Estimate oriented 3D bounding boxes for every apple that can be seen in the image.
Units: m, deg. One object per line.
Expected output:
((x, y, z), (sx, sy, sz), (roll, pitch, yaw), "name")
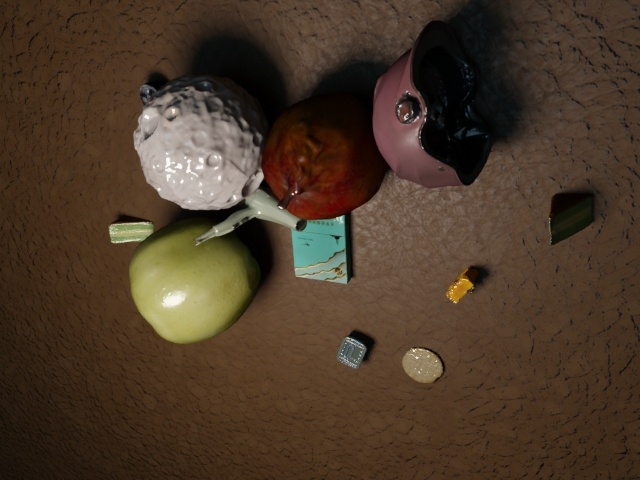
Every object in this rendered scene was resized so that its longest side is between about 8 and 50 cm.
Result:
((-0.346, 0.104, 1.644), (0.356, 0.357, 0.358), (10, 118, 20), "apple")

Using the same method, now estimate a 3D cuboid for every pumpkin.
((0.361, 0.112, 1.474), (0.054, 0.074, 0.083), (38, 126, 9), "pumpkin")

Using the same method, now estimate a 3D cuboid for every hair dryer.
((-0.162, -0.042, 1.524), (0.229, 0.267, 0.092), (14, 134, 23), "hair dryer")

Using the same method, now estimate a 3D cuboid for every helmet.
((0.217, -0.267, 1.255), (0.197, 0.271, 0.339), (-9, 113, 44), "helmet")

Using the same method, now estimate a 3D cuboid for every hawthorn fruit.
((0.004, -0.194, 1.356), (0.308, 0.324, 0.309), (-2, 85, 28), "hawthorn fruit")

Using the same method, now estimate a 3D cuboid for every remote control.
((-0.417, -0.316, 1.647), (0.090, 0.066, 0.266), (0, 118, 40), "remote control")

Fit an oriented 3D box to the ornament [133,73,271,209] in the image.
((-0.273, -0.232, 1.449), (0.336, 0.337, 0.338), (10, 118, 20), "ornament")

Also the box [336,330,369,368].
((0.097, 0.312, 1.706), (0.074, 0.054, 0.099), (25, 122, 10), "box")

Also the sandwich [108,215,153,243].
((-0.592, -0.024, 1.854), (0.116, 0.074, 0.074), (12, 119, 20), "sandwich")

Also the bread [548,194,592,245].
((0.540, -0.045, 1.273), (0.084, 0.139, 0.074), (2, 113, 25), "bread")

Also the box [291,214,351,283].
((0.000, 0.000, 1.607), (0.161, 0.041, 0.230), (7, 116, 23), "box")

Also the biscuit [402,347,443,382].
((0.287, 0.352, 1.659), (0.120, 0.015, 0.120), (11, 118, 21), "biscuit")
